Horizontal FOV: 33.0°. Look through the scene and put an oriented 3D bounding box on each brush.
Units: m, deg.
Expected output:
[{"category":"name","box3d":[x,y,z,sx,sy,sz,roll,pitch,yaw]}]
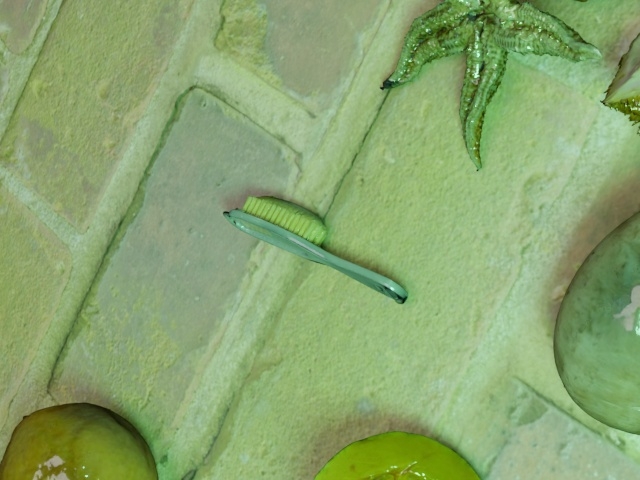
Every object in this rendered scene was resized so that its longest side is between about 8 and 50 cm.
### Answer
[{"category":"brush","box3d":[0.000,0.000,1.370,0.297,0.068,0.060,25,76,33]}]

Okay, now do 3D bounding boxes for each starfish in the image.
[{"category":"starfish","box3d":[0.179,-0.236,1.190,0.358,0.078,0.347,35,140,39]}]

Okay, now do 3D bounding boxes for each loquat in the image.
[{"category":"loquat","box3d":[-0.331,0.336,1.472,0.238,0.193,0.238,-5,82,43]}]

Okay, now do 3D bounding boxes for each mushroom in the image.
[{"category":"mushroom","box3d":[0.330,0.077,1.021,0.195,0.189,0.253,42,110,37]}]

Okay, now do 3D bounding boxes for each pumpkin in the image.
[{"category":"pumpkin","box3d":[0.079,0.330,1.202,0.110,0.217,0.217,110,144,-62]}]

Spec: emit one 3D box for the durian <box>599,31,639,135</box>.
[{"category":"durian","box3d":[0.403,-0.192,1.052,0.138,0.183,0.249,39,106,-3]}]
